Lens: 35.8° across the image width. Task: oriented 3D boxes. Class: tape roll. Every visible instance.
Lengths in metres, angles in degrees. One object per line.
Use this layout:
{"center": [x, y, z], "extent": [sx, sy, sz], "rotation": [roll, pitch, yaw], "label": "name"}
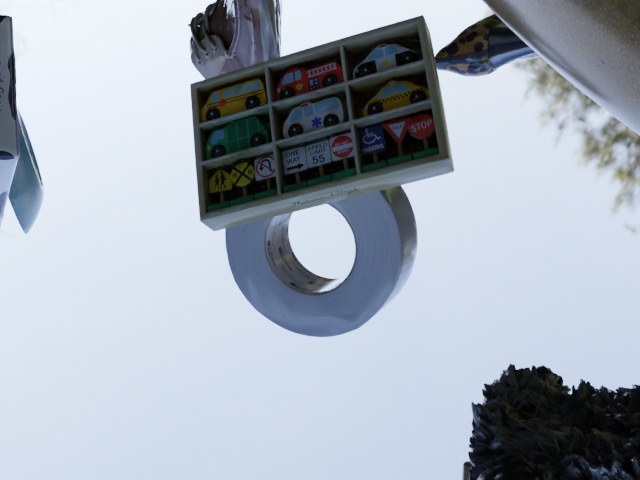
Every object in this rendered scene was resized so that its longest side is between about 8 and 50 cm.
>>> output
{"center": [0.000, 0.000, 1.165], "extent": [0.219, 0.219, 0.072], "rotation": [27, -159, 14], "label": "tape roll"}

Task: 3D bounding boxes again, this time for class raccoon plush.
{"center": [0.300, 0.255, 0.796], "extent": [0.299, 0.447, 0.216], "rotation": [-5, -151, 23], "label": "raccoon plush"}

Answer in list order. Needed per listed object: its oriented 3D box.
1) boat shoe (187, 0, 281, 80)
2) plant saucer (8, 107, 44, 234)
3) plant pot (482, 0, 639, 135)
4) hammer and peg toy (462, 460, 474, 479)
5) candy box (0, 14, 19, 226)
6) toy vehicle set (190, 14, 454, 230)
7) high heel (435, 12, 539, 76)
{"center": [-0.108, -0.239, 1.230], "extent": [0.116, 0.324, 0.123], "rotation": [1, -113, -4], "label": "boat shoe"}
{"center": [-0.366, -0.105, 1.193], "extent": [0.037, 0.195, 0.195], "rotation": [-16, -140, -11], "label": "plant saucer"}
{"center": [0.197, -0.144, 0.486], "extent": [0.237, 0.237, 0.254], "rotation": [0, -130, -28], "label": "plant pot"}
{"center": [0.344, 0.427, 1.373], "extent": [0.361, 0.266, 0.127], "rotation": [-11, -166, -3], "label": "hammer and peg toy"}
{"center": [-0.244, -0.037, 0.444], "extent": [0.196, 0.165, 0.070], "rotation": [-1, -110, -23], "label": "candy box"}
{"center": [-0.004, -0.120, 1.032], "extent": [0.266, 0.035, 0.166], "rotation": [-14, -112, 15], "label": "toy vehicle set"}
{"center": [0.235, -0.286, 1.399], "extent": [0.186, 0.093, 0.261], "rotation": [-13, -165, 2], "label": "high heel"}
